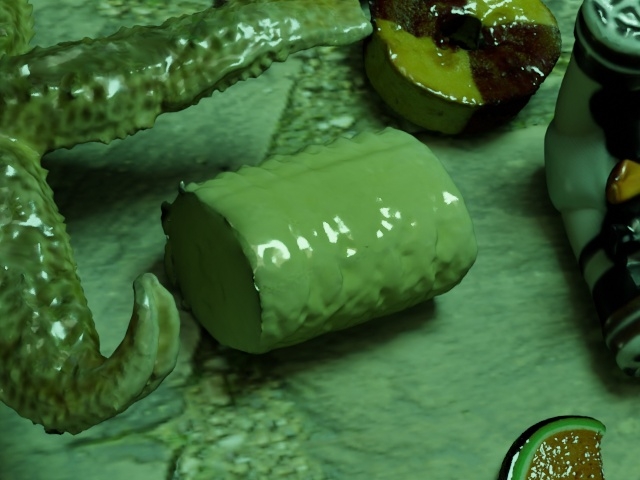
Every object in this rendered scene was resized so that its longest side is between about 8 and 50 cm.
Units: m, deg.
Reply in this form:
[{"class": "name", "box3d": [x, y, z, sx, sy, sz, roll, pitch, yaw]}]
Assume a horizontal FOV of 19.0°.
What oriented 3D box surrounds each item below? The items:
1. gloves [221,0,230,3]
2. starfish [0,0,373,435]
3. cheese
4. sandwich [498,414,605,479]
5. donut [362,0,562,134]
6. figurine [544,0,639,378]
[{"class": "gloves", "box3d": [0.028, -0.239, 1.336, 0.241, 0.126, 0.145, -45, 59, 1]}, {"class": "starfish", "box3d": [-0.152, -0.085, 1.137, 0.324, 0.082, 0.432, 5, 50, 21]}, {"class": "cheese", "box3d": [0.000, 0.000, 1.171, 0.167, 0.094, 0.123, -18, 49, -31]}, {"class": "sandwich", "box3d": [0.138, 0.150, 1.148, 0.069, 0.026, 0.101, 11, 56, -14]}, {"class": "donut", "box3d": [0.093, -0.134, 1.312, 0.140, 0.059, 0.140, 8, 53, -11]}, {"class": "figurine", "box3d": [0.316, -0.062, 1.243, 0.323, 0.196, 0.320, -6, 100, -11]}]
